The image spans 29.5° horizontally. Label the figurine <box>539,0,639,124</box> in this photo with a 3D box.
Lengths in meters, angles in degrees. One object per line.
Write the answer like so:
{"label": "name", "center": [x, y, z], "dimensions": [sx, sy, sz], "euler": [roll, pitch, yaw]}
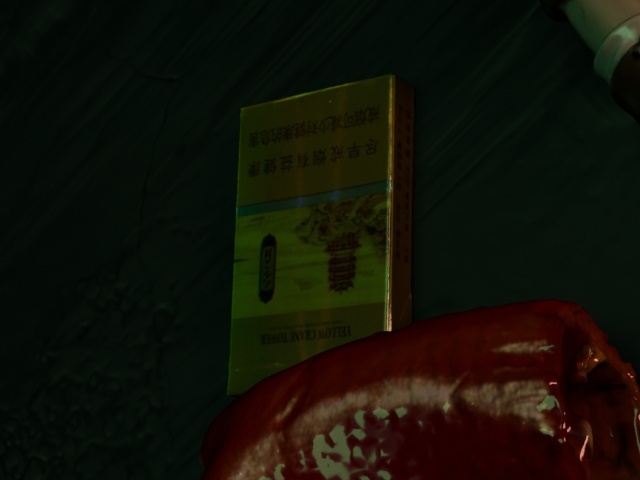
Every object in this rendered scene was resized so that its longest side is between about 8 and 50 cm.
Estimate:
{"label": "figurine", "center": [0.127, -0.226, 0.654], "dimensions": [0.281, 0.167, 0.370], "euler": [-26, 70, -7]}

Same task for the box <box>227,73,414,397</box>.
{"label": "box", "center": [0.000, 0.000, 0.760], "dimensions": [0.121, 0.030, 0.193], "euler": [-8, 73, 34]}

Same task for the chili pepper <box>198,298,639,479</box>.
{"label": "chili pepper", "center": [0.001, 0.132, 0.653], "dimensions": [0.338, 0.134, 0.131], "euler": [-23, 68, 27]}
